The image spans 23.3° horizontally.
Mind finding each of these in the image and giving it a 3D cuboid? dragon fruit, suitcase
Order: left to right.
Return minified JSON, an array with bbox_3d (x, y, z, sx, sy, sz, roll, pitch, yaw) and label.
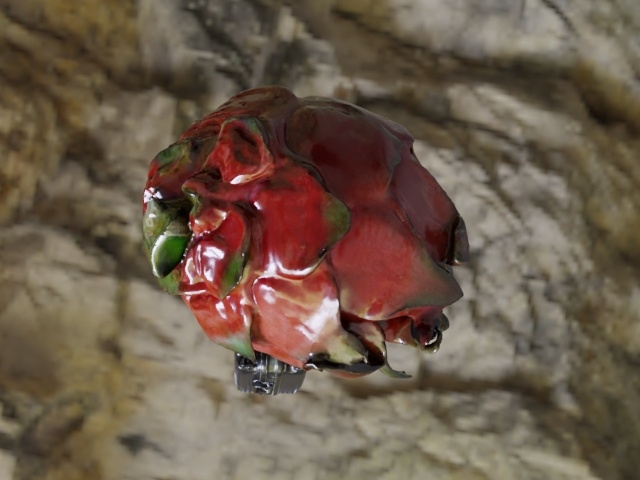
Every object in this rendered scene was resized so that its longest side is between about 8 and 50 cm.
[{"bbox_3d":[-0.037,0.072,1.187,0.126,0.059,0.086,102,170,-75],"label":"suitcase"},{"bbox_3d":[0.000,0.000,1.032,0.274,0.192,0.193,18,-110,-37],"label":"dragon fruit"}]
